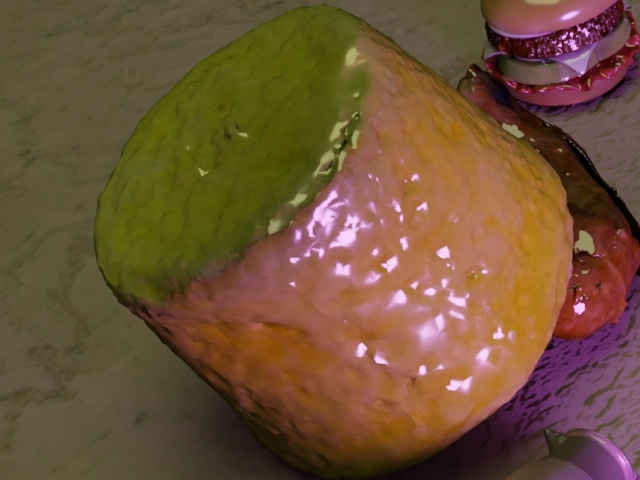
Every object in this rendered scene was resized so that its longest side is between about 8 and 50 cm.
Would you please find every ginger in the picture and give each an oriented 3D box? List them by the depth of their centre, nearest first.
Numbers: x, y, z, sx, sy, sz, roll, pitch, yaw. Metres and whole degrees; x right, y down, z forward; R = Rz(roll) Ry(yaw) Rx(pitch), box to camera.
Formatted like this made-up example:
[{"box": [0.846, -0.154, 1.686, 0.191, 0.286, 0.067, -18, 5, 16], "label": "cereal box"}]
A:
[{"box": [0.210, -0.030, 1.598, 0.133, 0.107, 0.309, 5, 37, -22], "label": "ginger"}]

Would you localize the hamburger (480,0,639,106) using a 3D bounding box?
[{"box": [0.240, -0.233, 1.804, 0.175, 0.137, 0.175, -11, 37, 9], "label": "hamburger"}]

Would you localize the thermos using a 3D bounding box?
[{"box": [0.180, 0.233, 1.335, 0.137, 0.105, 0.193, 37, 53, 15], "label": "thermos"}]

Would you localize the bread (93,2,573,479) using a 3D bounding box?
[{"box": [0.000, 0.000, 1.449, 0.348, 0.308, 0.348, -26, 47, 31], "label": "bread"}]
